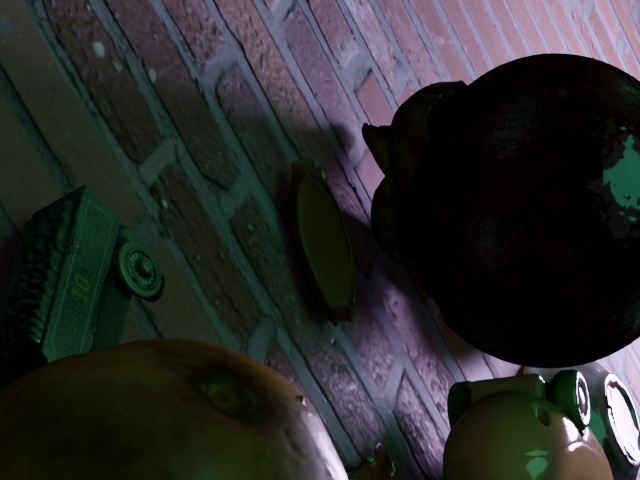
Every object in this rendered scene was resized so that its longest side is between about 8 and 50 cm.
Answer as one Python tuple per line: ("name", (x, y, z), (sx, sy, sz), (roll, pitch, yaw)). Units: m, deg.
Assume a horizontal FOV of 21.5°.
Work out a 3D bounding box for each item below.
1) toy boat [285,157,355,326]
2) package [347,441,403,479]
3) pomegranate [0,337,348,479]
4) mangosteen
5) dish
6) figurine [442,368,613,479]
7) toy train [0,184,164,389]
("toy boat", (0.000, 0.000, 1.442), (0.049, 0.047, 0.149), (103, -27, -78))
("package", (0.063, 0.227, 1.412), (0.111, 0.033, 0.077), (53, 50, -3))
("pomegranate", (-0.100, 0.181, 0.882), (0.260, 0.260, 0.260), (44, 35, -43))
("mangosteen", (0.198, -0.031, 1.546), (0.311, 0.311, 0.311), (44, 35, -43))
("dish", (0.305, 0.206, 1.853), (0.229, 0.081, 0.229), (45, 34, -42))
("figurine", (0.205, 0.253, 1.562), (0.324, 0.124, 0.222), (51, 34, -53))
("toy train", (-0.157, 0.046, 1.067), (0.099, 0.070, 0.172), (43, 37, -32))
